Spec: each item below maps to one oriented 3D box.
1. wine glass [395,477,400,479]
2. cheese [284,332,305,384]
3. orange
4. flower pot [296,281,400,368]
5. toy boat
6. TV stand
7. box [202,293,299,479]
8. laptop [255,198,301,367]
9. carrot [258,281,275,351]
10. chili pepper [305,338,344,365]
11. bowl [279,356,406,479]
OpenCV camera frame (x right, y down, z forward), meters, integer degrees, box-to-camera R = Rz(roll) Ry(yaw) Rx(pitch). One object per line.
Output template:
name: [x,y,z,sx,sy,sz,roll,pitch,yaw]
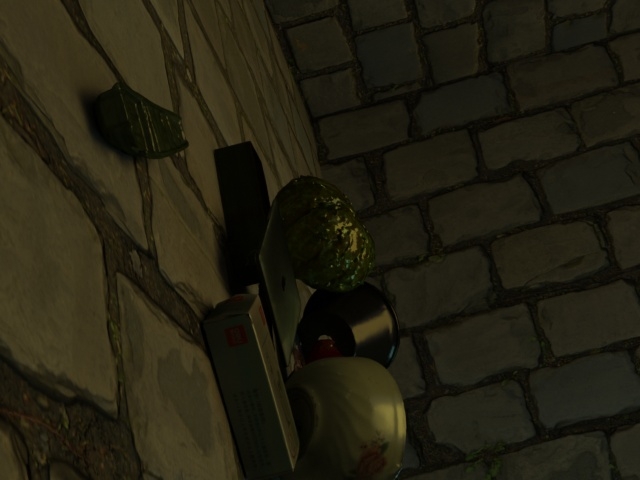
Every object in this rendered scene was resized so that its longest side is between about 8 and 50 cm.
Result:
wine glass: [0.120,0.633,2.201,0.357,0.190,0.191,67,10,-50]
cheese: [-0.035,0.310,2.051,0.189,0.074,0.286,71,7,-53]
orange: [0.000,0.000,2.342,0.301,0.223,0.300,58,12,29]
flower pot: [0.041,0.233,2.373,0.166,0.269,0.269,-14,90,-61]
toy boat: [-0.239,-0.151,1.301,0.293,0.055,0.093,-3,78,-84]
TV stand: [-0.141,-0.053,1.909,0.088,0.082,0.270,67,11,-64]
box: [-0.106,0.225,1.530,0.135,0.079,0.270,-73,148,-81]
laptop: [-0.075,0.079,1.820,0.188,0.015,0.269,-77,160,-52]
carrot: [-0.101,0.176,1.790,0.049,0.049,0.255,68,15,-54]
chili pepper: [0.022,0.314,1.921,0.136,0.144,0.253,66,29,-56]
bowl: [0.004,0.324,1.680,0.145,0.277,0.277,18,46,-35]
